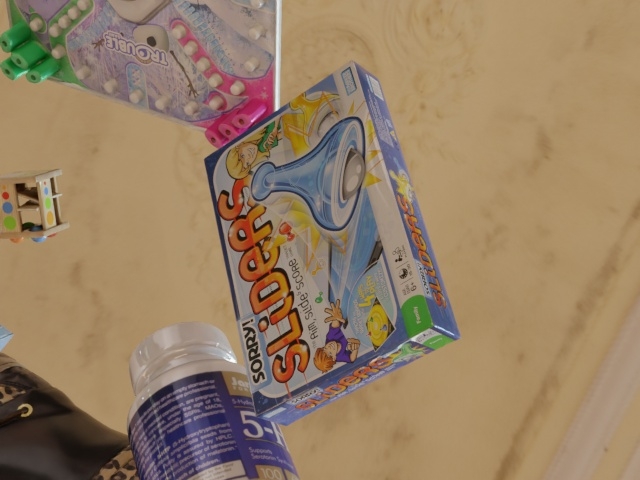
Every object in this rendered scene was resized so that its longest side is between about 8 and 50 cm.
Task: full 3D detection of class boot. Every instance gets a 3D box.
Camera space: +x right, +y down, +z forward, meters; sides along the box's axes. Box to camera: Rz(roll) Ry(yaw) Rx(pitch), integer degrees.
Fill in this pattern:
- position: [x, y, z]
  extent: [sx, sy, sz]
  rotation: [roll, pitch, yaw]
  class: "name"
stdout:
- position: [-0.327, 0.308, 1.109]
  extent: [0.284, 0.377, 0.138]
  rotation: [18, -36, 24]
  class: "boot"

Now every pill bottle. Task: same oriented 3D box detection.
- position: [-0.083, 0.155, 0.831]
  extent: [0.112, 0.187, 0.112]
  rotation: [-14, -43, -14]
  class: "pill bottle"

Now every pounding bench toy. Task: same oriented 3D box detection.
- position: [-0.293, -0.031, 1.066]
  extent: [0.083, 0.052, 0.065]
  rotation: [-2, -79, 16]
  class: "pounding bench toy"

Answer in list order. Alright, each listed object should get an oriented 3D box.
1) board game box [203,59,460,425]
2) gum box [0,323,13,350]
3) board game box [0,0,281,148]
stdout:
- position: [0.000, 0.000, 0.719]
  extent: [0.136, 0.035, 0.201]
  rotation: [-31, -124, 25]
  class: "board game box"
- position: [-0.289, 0.056, 0.604]
  extent: [0.184, 0.041, 0.157]
  rotation: [38, -87, 1]
  class: "gum box"
- position: [-0.224, -0.305, 1.242]
  extent: [0.390, 0.050, 0.390]
  rotation: [20, -49, 20]
  class: "board game box"
